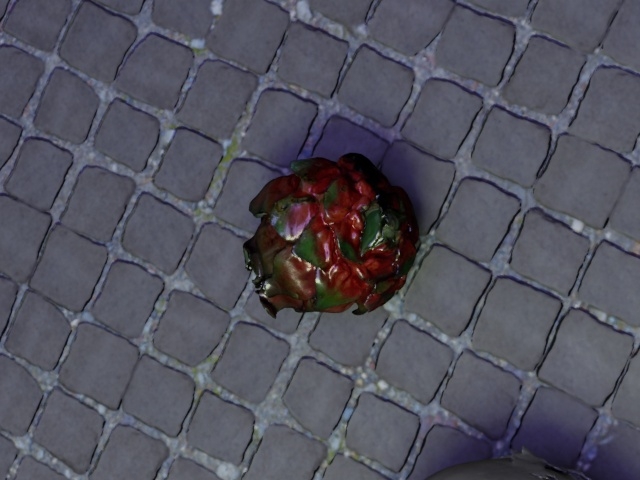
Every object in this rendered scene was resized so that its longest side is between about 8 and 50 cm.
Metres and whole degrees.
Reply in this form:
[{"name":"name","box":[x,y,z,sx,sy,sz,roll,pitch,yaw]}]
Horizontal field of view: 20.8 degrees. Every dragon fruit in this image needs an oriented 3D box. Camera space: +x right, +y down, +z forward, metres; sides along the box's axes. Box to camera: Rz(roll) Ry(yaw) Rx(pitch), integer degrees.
[{"name":"dragon fruit","box":[0.009,-0.003,1.832,0.189,0.182,0.182,-2,86,9]}]

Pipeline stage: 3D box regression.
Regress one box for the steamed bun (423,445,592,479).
[{"name":"steamed bun","box":[0.207,0.350,1.667,0.334,0.312,0.233,37,100,10]}]
